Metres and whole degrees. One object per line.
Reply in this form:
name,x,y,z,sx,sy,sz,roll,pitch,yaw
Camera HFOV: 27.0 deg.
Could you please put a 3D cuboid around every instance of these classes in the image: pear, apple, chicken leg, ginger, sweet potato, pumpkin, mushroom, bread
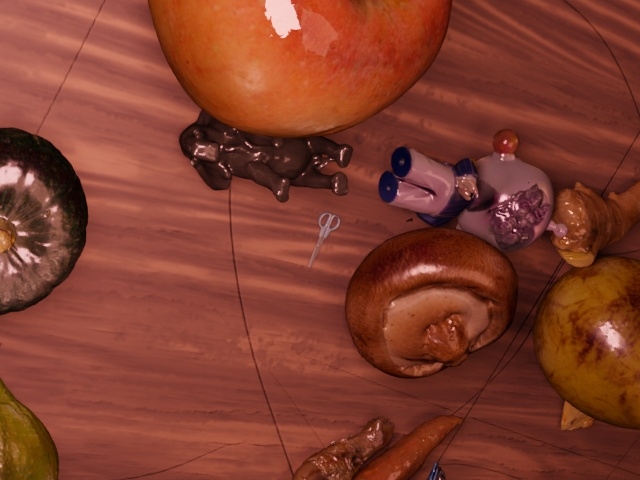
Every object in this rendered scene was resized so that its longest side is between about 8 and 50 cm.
pear,0.481,0.162,2.123,0.283,0.283,0.284,-18,122,-30
apple,-0.032,-0.278,1.469,0.338,0.305,0.339,1,88,-38
chicken leg,0.036,0.331,2.008,0.198,0.069,0.085,-37,107,-26
ginger,0.459,-0.053,2.126,0.294,0.086,0.131,-27,104,-35
sweet potato,0.101,0.364,2.070,0.314,0.066,0.072,-34,167,-23
pumpkin,-0.356,-0.020,1.453,0.211,0.152,0.212,-13,115,-31
mushroom,0.155,0.086,1.887,0.253,0.153,0.253,-6,130,-7
bread,0.467,0.297,2.306,0.084,0.080,0.109,-7,114,-33

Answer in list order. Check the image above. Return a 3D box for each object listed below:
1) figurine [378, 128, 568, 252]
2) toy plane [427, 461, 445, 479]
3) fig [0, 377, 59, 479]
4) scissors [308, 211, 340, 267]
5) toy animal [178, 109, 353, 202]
figurine,0.222,-0.071,1.894,0.194,0.133,0.274,-48,129,7
toy plane,0.161,0.448,2.108,0.246,0.078,0.169,77,31,-59
fig,-0.413,0.231,1.549,0.203,0.203,0.235,-10,89,-34
scissors,0.000,0.000,1.839,0.036,0.006,0.083,16,102,-40
toy animal,-0.075,-0.100,1.636,0.245,0.146,0.115,19,94,-43
